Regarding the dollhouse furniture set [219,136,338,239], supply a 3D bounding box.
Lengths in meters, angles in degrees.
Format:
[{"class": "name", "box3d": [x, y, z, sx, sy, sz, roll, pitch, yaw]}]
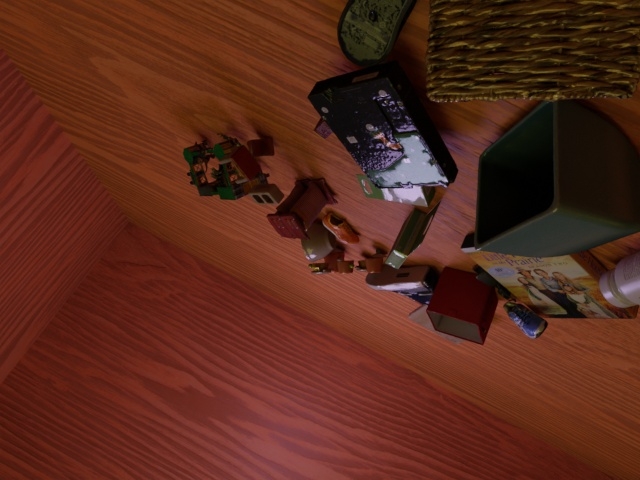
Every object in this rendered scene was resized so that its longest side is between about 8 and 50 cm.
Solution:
[{"class": "dollhouse furniture set", "box3d": [-0.129, -0.197, 1.461, 0.152, 0.201, 0.374, 5, 141, 45]}]

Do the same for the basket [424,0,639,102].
[{"class": "basket", "box3d": [0.330, -0.340, 0.680, 0.299, 0.223, 0.214, 7, 117, 24]}]

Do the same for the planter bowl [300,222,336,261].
[{"class": "planter bowl", "box3d": [0.000, 0.000, 1.783, 0.109, 0.162, 0.162, -12, 140, 21]}]

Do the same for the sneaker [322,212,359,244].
[{"class": "sneaker", "box3d": [0.086, -0.042, 1.691, 0.175, 0.064, 0.067, 34, 147, -18]}]

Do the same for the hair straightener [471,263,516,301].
[{"class": "hair straightener", "box3d": [0.594, 0.161, 1.456, 0.047, 0.089, 0.230, -36, 126, 25]}]

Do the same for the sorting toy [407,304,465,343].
[{"class": "sorting toy", "box3d": [0.549, 0.337, 1.896, 0.255, 0.089, 0.257, 28, 158, 4]}]

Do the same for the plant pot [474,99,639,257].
[{"class": "plant pot", "box3d": [0.497, -0.095, 0.878, 0.252, 0.247, 0.248, 15, 159, -9]}]

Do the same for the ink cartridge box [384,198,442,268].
[{"class": "ink cartridge box", "box3d": [0.284, -0.025, 1.348, 0.056, 0.171, 0.235, 27, 157, 5]}]

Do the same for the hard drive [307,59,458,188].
[{"class": "hard drive", "box3d": [0.154, -0.251, 1.024, 0.236, 0.064, 0.339, 5, 149, 46]}]

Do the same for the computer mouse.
[{"class": "computer mouse", "box3d": [0.126, -0.447, 0.799, 0.188, 0.072, 0.272, 33, 145, -4]}]

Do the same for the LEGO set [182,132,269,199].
[{"class": "LEGO set", "box3d": [-0.341, -0.279, 1.624, 0.331, 0.192, 0.255, -3, 112, 48]}]

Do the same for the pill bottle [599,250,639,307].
[{"class": "pill bottle", "box3d": [0.792, 0.085, 1.031, 0.131, 0.131, 0.229, 27, 158, 5]}]

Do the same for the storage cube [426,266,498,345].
[{"class": "storage cube", "box3d": [0.523, 0.238, 1.588, 0.215, 0.193, 0.184, 13, 153, 35]}]

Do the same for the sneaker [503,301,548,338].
[{"class": "sneaker", "box3d": [0.679, 0.263, 1.448, 0.081, 0.080, 0.211, 36, -176, -4]}]

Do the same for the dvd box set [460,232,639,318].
[{"class": "dvd box set", "box3d": [0.674, 0.102, 1.293, 0.420, 0.062, 0.307, 37, 156, -19]}]

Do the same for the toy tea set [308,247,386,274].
[{"class": "toy tea set", "box3d": [0.124, 0.073, 1.829, 0.336, 0.124, 0.200, -4, 179, 24]}]

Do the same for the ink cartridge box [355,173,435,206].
[{"class": "ink cartridge box", "box3d": [0.219, -0.168, 1.266, 0.209, 0.062, 0.109, 13, 152, 35]}]

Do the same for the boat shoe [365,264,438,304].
[{"class": "boat shoe", "box3d": [0.346, 0.193, 1.780, 0.340, 0.127, 0.158, -4, 133, 52]}]

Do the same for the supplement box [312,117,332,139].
[{"class": "supplement box", "box3d": [0.022, -0.322, 1.187, 0.043, 0.055, 0.083, 34, 158, -15]}]

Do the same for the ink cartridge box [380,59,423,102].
[{"class": "ink cartridge box", "box3d": [0.153, -0.335, 1.004, 0.135, 0.056, 0.099, 39, 156, -23]}]
